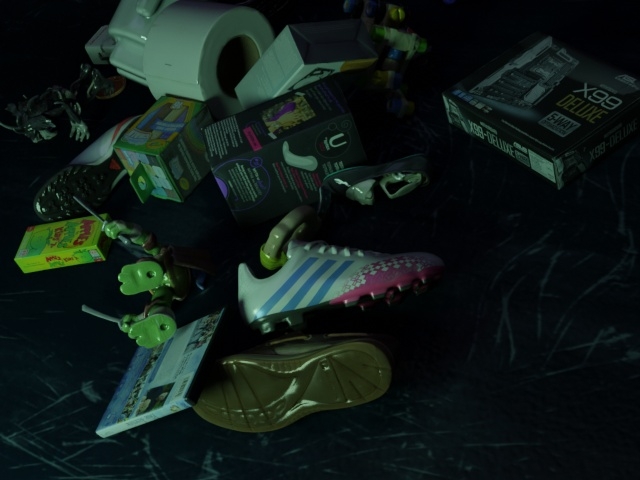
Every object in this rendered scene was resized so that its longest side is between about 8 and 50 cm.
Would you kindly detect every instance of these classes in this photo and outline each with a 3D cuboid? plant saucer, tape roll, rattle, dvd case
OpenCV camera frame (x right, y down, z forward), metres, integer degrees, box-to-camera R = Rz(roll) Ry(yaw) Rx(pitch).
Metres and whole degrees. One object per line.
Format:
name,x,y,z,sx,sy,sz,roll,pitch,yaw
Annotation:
plant saucer,-0.504,-0.366,2.278,0.083,0.013,0.083,-12,42,11
tape roll,-0.227,-0.377,1.995,0.169,0.246,0.246,18,55,37
rattle,0.000,0.000,1.637,0.142,0.130,0.199,24,32,27
dvd case,-0.242,0.205,1.478,0.253,0.022,0.180,-26,31,41

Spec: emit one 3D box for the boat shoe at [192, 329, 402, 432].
boat shoe,-0.038,0.198,1.431,0.342,0.123,0.123,-17,10,23

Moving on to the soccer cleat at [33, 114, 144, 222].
soccer cleat,-0.471,-0.150,1.988,0.318,0.109,0.116,-44,25,-20

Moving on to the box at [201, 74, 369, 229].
box,-0.062,-0.162,1.756,0.270,0.165,0.143,-21,42,2

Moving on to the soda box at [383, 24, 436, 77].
soda box,0.177,-0.409,1.993,0.060,0.053,0.169,-29,42,-6

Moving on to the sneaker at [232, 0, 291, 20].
sneaker,-0.169,-0.545,2.289,0.234,0.084,0.097,-28,16,-6

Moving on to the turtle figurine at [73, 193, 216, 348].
turtle figurine,-0.322,0.075,1.582,0.266,0.274,0.198,-125,56,-75

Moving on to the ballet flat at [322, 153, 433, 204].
ballet flat,0.105,-0.103,1.697,0.203,0.074,0.074,-13,42,2

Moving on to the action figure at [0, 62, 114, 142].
action figure,-0.591,-0.287,2.144,0.164,0.141,0.275,18,46,33

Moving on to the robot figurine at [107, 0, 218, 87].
robot figurine,-0.359,-0.534,2.197,0.199,0.300,0.354,24,85,0

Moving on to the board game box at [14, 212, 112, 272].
board game box,-0.502,0.005,1.868,0.181,0.043,0.092,-9,43,15

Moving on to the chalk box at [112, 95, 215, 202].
chalk box,-0.313,-0.169,1.900,0.132,0.132,0.213,15,53,34

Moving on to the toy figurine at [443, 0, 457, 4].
toy figurine,0.340,-0.618,2.117,0.362,0.191,0.217,10,81,22

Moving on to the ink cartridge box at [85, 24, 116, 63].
ink cartridge box,-0.505,-0.492,2.376,0.135,0.056,0.099,7,49,28

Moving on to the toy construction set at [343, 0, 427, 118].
toy construction set,0.091,-0.386,1.932,0.151,0.215,0.327,1,17,-40

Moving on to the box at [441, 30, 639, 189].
box,0.409,-0.243,1.699,0.242,0.077,0.307,-34,42,-13

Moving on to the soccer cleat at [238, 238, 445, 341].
soccer cleat,0.027,0.048,1.492,0.331,0.116,0.143,-16,74,-3

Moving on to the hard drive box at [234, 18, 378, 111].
hard drive box,-0.030,-0.321,1.819,0.181,0.232,0.089,-13,76,-35
